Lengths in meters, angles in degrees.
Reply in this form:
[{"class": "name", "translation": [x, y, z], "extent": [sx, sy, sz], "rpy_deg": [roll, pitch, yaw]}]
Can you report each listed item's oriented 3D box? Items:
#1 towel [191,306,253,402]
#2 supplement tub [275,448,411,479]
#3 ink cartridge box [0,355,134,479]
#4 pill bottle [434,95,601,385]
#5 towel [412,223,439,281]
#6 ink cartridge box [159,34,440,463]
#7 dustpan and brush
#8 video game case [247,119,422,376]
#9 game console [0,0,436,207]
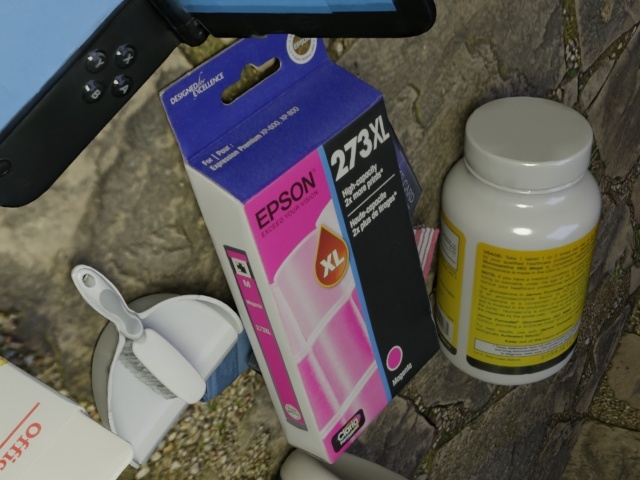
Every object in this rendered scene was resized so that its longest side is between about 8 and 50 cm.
[{"class": "towel", "translation": [-0.078, 0.092, 0.889], "extent": [0.119, 0.029, 0.067], "rpy_deg": [-36, 140, -42]}, {"class": "supplement tub", "translation": [0.010, 0.411, 1.065], "extent": [0.228, 0.228, 0.316], "rpy_deg": [24, 89, -62]}, {"class": "ink cartridge box", "translation": [-0.195, 0.125, 0.536], "extent": [0.115, 0.198, 0.067], "rpy_deg": [-52, 148, -24]}, {"class": "pill bottle", "translation": [0.239, 0.002, 1.194], "extent": [0.188, 0.188, 0.334], "rpy_deg": [-42, 144, -37]}, {"class": "towel", "translation": [0.063, 0.053, 1.024], "extent": [0.197, 0.029, 0.144], "rpy_deg": [-5, 110, -62]}, {"class": "ink cartridge box", "translation": [0.000, 0.000, 0.831], "extent": [0.176, 0.069, 0.371], "rpy_deg": [-41, 128, -32]}, {"class": "dustpan and brush", "translation": [-0.136, 0.078, 0.743], "extent": [0.147, 0.060, 0.211], "rpy_deg": [-53, 134, -19]}, {"class": "video game case", "translation": [0.024, 0.028, 0.981], "extent": [0.274, 0.026, 0.196], "rpy_deg": [-67, 156, -14]}, {"class": "game console", "translation": [-0.116, -0.125, 0.463], "extent": [0.250, 0.173, 0.293], "rpy_deg": [-49, 149, -3]}]
